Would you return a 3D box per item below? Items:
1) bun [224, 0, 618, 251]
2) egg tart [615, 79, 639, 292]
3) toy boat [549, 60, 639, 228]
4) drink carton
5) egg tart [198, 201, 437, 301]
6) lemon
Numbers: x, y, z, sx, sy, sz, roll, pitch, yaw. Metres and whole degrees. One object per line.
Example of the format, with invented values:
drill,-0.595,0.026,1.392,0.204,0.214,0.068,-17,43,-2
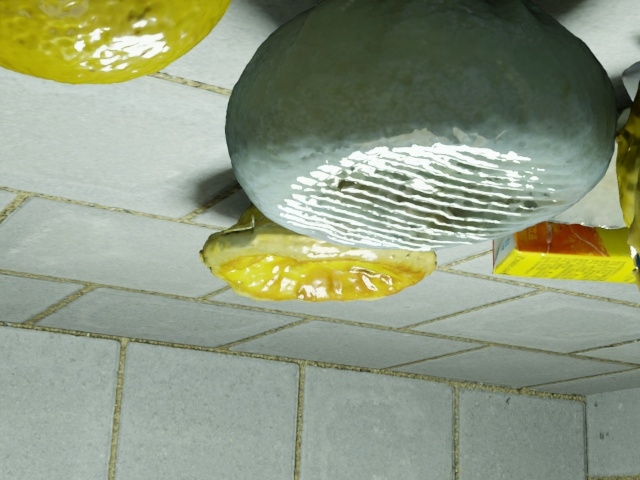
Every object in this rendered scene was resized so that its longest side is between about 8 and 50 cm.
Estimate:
bun,0.091,-0.116,0.996,0.362,0.211,0.362,4,165,1
egg tart,0.392,-0.081,0.971,0.388,0.387,0.169,17,-168,-42
toy boat,0.357,-0.087,1.201,0.276,0.111,0.293,21,149,-27
drink carton,0.399,-0.027,1.371,0.352,0.154,0.111,4,164,-7
egg tart,0.001,0.000,1.553,0.342,0.132,0.341,0,164,0
lemon,-0.165,-0.213,0.660,0.254,0.228,0.228,21,156,-37
